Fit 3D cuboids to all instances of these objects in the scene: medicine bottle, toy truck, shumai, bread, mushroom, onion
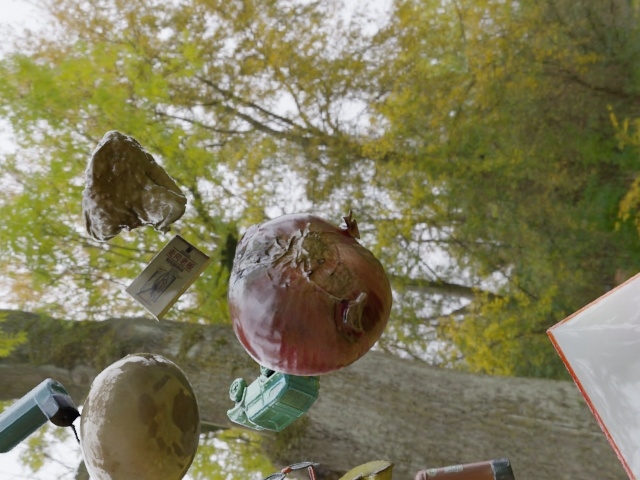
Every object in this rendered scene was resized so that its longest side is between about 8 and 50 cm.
[{"bbox_3d":[-0.692,0.429,1.485,0.124,0.258,0.079,58,-175,37],"label":"medicine bottle"},{"bbox_3d":[-0.132,0.431,1.752,0.155,0.279,0.156,30,-146,-28],"label":"toy truck"},{"bbox_3d":[-0.498,-0.144,1.765,0.267,0.263,0.313,-40,-45,-80],"label":"shumai"},{"bbox_3d":[0.094,0.557,1.435,0.150,0.188,0.065,-14,-104,-39],"label":"bread"},{"bbox_3d":[-0.467,0.464,1.570,0.362,0.295,0.361,-10,-90,-74],"label":"mushroom"},{"bbox_3d":[-0.022,0.101,1.293,0.354,0.354,0.353,4,-90,-66],"label":"onion"}]

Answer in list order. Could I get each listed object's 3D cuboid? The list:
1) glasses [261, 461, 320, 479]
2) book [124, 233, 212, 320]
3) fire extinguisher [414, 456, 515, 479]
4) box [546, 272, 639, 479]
[{"bbox_3d":[-0.086,0.877,2.072,0.234,0.118,0.268,-12,-92,-45],"label":"glasses"},{"bbox_3d":[-0.447,0.104,1.853,0.231,0.161,0.026,-50,-30,-13],"label":"book"},{"bbox_3d":[0.414,0.781,1.979,0.113,0.376,0.200,-95,-8,-47],"label":"fire extinguisher"},{"bbox_3d":[0.679,0.262,1.176,0.257,0.319,0.348,35,-154,-38],"label":"box"}]
